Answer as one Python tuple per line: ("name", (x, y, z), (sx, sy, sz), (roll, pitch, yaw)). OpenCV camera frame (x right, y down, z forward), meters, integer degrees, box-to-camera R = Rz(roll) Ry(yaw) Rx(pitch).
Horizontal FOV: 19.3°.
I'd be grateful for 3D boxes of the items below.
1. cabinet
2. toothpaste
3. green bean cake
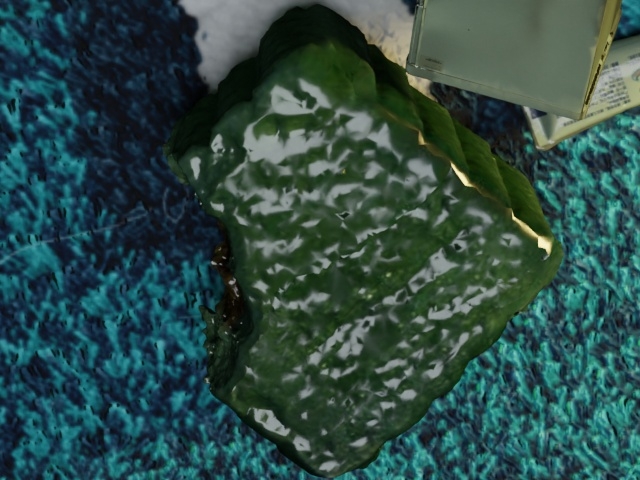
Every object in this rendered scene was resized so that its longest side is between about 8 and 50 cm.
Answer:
("cabinet", (0.160, -0.229, 1.426), (0.150, 0.145, 0.206), (17, 136, 10))
("toothpaste", (0.295, -0.153, 1.579), (0.268, 0.047, 0.069), (-19, 121, 7))
("green bean cake", (0.000, 0.000, 1.575), (0.308, 0.169, 0.300), (39, 107, -20))
